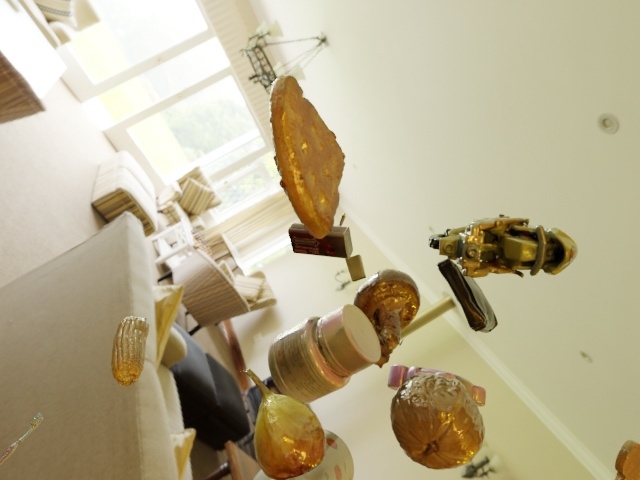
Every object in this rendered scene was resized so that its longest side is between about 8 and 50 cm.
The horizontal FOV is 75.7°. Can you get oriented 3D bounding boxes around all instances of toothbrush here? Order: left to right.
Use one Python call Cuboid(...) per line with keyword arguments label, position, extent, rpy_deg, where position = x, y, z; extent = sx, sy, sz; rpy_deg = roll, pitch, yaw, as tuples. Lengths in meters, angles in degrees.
Cuboid(label="toothbrush", position=(-0.573, 0.390, 0.749), extent=(0.193, 0.013, 0.019), rpy_deg=(-82, 177, -70))

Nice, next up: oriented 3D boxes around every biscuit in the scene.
Cuboid(label="biscuit", position=(0.753, 0.571, 1.011), extent=(0.035, 0.158, 0.240), rpy_deg=(19, -39, 55))

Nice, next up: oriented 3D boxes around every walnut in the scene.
Cuboid(label="walnut", position=(0.280, 0.429, 0.995), extent=(0.228, 0.228, 0.228), rpy_deg=(59, -5, 9))

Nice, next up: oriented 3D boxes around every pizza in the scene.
Cuboid(label="pizza", position=(-0.035, -0.211, 1.057), extent=(0.278, 0.114, 0.408), rpy_deg=(-43, 122, -58))

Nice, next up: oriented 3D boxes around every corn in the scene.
Cuboid(label="corn", position=(-0.586, 0.328, 1.266), extent=(0.102, 0.102, 0.313), rpy_deg=(63, -10, -23))

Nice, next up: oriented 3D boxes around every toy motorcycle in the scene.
Cuboid(label="toy motorcycle", position=(0.525, 0.017, 1.168), extent=(0.237, 0.410, 0.168), rpy_deg=(-66, 155, -80))

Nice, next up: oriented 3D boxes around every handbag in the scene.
Cuboid(label="handbag", position=(0.484, 0.180, 1.342), extent=(0.223, 0.080, 0.246), rpy_deg=(27, 36, -58))

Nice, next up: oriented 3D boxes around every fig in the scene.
Cuboid(label="fig", position=(-0.100, 0.391, 0.903), extent=(0.257, 0.159, 0.159), rpy_deg=(52, -8, 19))

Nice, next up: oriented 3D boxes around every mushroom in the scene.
Cuboid(label="mushroom", position=(0.293, 0.291, 1.754), extent=(0.356, 0.334, 0.330), rpy_deg=(-140, -148, -72))

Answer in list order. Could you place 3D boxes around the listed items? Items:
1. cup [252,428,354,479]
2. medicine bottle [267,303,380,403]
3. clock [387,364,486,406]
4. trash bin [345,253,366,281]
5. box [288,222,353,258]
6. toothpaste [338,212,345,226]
Cuboid(label="cup", position=(-0.053, 0.661, 1.109), extent=(0.212, 0.212, 0.317), rpy_deg=(59, 12, 18))
Cuboid(label="medicine bottle", position=(0.013, 0.355, 1.307), extent=(0.241, 0.302, 0.241), rpy_deg=(45, 25, -27))
Cuboid(label="clock", position=(0.356, 0.454, 1.266), extent=(0.228, 0.090, 0.248), rpy_deg=(27, -27, -23))
Cuboid(label="trash bin", position=(0.139, 0.108, 1.608), extent=(0.043, 0.061, 0.092), rpy_deg=(41, 32, -66))
Cuboid(label="box", position=(0.000, 0.000, 1.496), extent=(0.069, 0.224, 0.120), rpy_deg=(-59, 147, -45))
Cuboid(label="toothpaste", position=(0.099, -0.089, 1.921), extent=(0.019, 0.083, 0.027), rpy_deg=(20, 6, -13))
